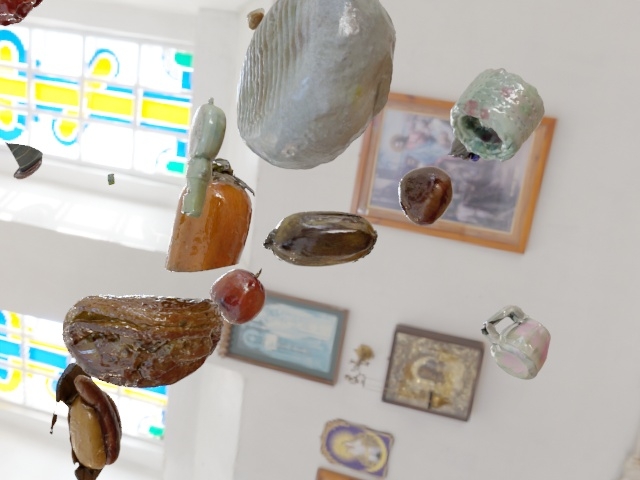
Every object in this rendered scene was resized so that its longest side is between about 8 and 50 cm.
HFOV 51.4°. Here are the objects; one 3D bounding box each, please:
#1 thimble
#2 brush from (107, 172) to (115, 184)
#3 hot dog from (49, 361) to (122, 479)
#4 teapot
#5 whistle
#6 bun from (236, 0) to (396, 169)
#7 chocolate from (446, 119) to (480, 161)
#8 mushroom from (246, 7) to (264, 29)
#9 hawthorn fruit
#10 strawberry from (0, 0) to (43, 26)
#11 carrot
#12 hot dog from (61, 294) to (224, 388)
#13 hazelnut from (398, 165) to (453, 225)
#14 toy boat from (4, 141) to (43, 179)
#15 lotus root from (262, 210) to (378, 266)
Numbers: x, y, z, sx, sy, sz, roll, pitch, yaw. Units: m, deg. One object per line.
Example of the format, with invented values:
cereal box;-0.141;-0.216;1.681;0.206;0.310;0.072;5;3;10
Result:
thimble;0.407;-0.289;1.559;0.149;0.185;0.211;-51;-4;-11
brush;-0.568;-0.173;1.804;0.083;0.019;0.021;-122;17;-62
hot dog;-0.618;0.502;1.812;0.194;0.107;0.326;-56;-46;-61
teapot;0.640;0.328;2.172;0.178;0.222;0.163;-44;-25;-29
whistle;-0.245;-0.177;1.395;0.126;0.067;0.258;-9;70;63
bun;-0.008;-0.285;1.160;0.211;0.362;0.361;13;-94;-32
chocolate;0.418;-0.305;1.841;0.126;0.148;0.343;63;-158;-13
mushroom;-0.205;-0.715;2.127;0.202;0.059;0.054;-98;-14;-66
hawthorn fruit;-0.253;0.167;2.142;0.200;0.179;0.179;-51;-20;-7
strawberry;-0.735;-0.553;1.341;0.317;0.345;0.295;63;-152;-9
carrot;-0.274;-0.061;1.730;0.214;0.193;0.331;20;-107;-50
hot dog;-0.431;0.236;1.636;0.174;0.388;0.267;-110;30;-47
hazelnut;0.333;-0.147;2.131;0.178;0.178;0.204;65;-136;-66
toy boat;-0.739;-0.212;1.657;0.096;0.034;0.122;-47;-16;-27
lotus root;0.000;0.000;2.285;0.179;0.398;0.196;-97;12;-45
